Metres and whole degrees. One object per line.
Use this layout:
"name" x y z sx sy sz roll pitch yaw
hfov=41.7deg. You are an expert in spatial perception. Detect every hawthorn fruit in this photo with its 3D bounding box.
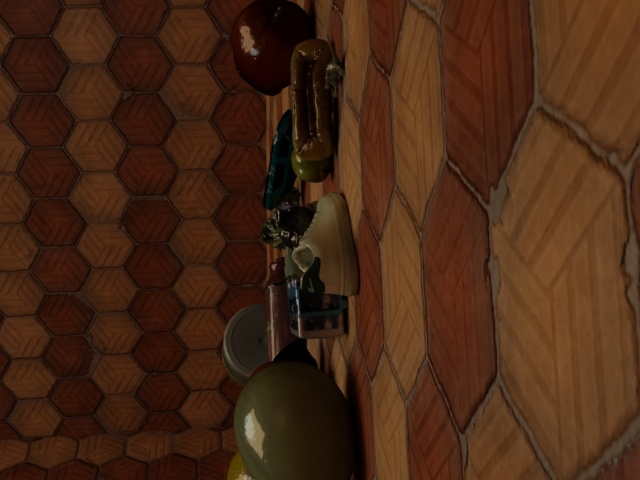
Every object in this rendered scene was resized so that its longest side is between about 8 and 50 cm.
"hawthorn fruit" -0.117 -0.479 1.995 0.250 0.215 0.215 104 163 -70

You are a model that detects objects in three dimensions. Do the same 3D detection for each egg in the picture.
"egg" -0.040 0.362 1.533 0.218 0.218 0.296 96 154 -50

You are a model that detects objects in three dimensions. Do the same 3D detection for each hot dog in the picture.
"hot dog" -0.018 -0.280 1.654 0.073 0.084 0.243 0 -90 -77

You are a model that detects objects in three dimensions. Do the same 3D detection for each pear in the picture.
"pear" -0.016 -0.162 1.739 0.097 0.092 0.092 59 163 18

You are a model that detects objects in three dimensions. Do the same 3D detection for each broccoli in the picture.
"broccoli" -0.084 -0.017 2.325 0.123 0.118 0.204 -67 23 -5

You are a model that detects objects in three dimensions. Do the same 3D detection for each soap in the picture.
"soap" -0.052 0.088 2.138 0.198 0.066 0.119 -103 14 -56

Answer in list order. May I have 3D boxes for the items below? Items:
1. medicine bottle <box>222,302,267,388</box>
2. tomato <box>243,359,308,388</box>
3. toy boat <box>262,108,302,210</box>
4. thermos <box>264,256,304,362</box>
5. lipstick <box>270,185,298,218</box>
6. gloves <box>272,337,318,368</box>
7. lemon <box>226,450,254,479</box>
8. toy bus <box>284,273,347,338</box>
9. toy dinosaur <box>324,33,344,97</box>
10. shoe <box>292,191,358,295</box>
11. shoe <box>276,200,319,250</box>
"medicine bottle" -0.183 0.331 2.573 0.232 0.237 0.238 107 160 -70
"tomato" -0.072 0.357 1.826 0.208 0.208 0.185 -115 40 -72
"toy boat" -0.079 -0.208 2.250 0.134 0.092 0.299 -56 -15 -45
"thermos" -0.105 0.201 2.429 0.136 0.109 0.331 105 163 -68
"lipstick" -0.115 -0.087 2.559 0.253 0.077 0.079 111 157 -71
"gloves" -0.045 0.360 2.001 0.203 0.124 0.164 57 -137 -14
"lemon" -0.133 0.630 2.250 0.219 0.240 0.241 -99 10 -62
"toy bus" -0.015 0.131 1.714 0.297 0.106 0.131 145 121 -84
"toy dinosaur" 0.023 -0.309 1.549 0.180 0.037 0.058 104 159 -68
"shoe" 0.000 0.000 1.533 0.265 0.110 0.095 -105 14 -52
"shoe" -0.034 -0.009 1.785 0.227 0.112 0.099 -101 13 -61
